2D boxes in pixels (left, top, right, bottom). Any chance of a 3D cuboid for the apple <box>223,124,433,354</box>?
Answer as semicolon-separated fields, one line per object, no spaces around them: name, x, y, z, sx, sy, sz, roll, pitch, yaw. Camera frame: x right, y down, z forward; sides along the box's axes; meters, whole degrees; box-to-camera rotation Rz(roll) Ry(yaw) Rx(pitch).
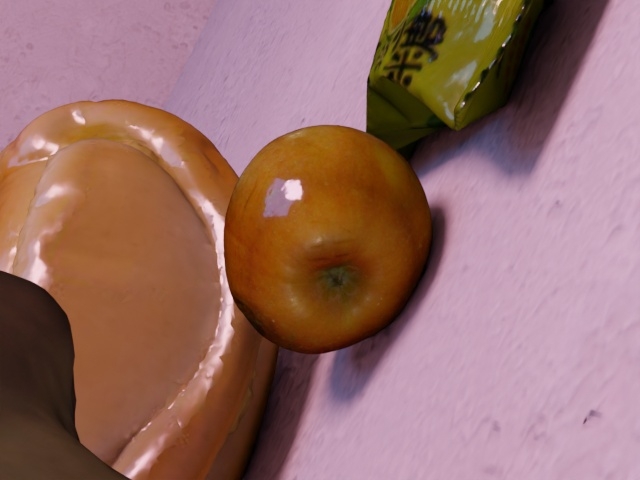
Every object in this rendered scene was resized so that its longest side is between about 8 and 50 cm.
apple;0.000;0.000;0.764;0.114;0.099;0.102;-56;16;13

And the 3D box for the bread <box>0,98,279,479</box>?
bread;-0.129;0.080;0.904;0.270;0.211;0.316;-32;40;52

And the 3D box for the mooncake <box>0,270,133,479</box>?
mooncake;-0.126;0.136;0.399;0.187;0.351;0.351;-59;13;14

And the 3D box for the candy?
candy;0.068;-0.109;0.788;0.149;0.069;0.246;-67;12;-8
